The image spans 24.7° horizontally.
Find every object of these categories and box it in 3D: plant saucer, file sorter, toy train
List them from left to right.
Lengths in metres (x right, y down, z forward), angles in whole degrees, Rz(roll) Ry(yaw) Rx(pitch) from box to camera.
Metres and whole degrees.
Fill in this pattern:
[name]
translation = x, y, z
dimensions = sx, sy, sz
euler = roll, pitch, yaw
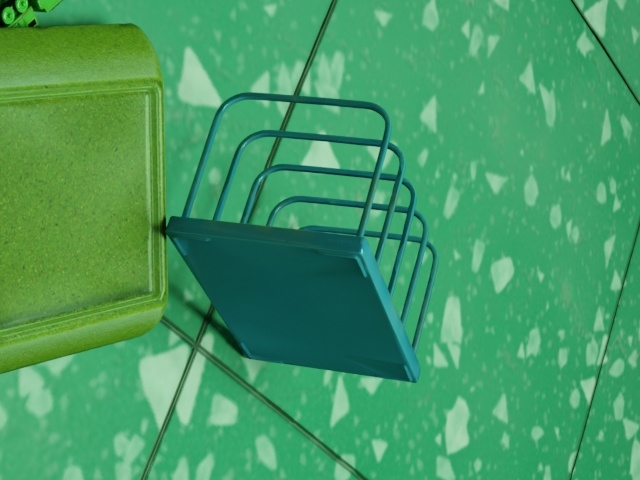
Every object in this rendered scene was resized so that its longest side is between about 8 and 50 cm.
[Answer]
[toy train]
translation = -0.168, -0.122, 0.799
dimensions = 0.083, 0.017, 0.023
euler = -53, 140, -37
[plant saucer]
translation = -0.144, -0.020, 0.790
dimensions = 0.188, 0.045, 0.188
euler = -13, 107, -52
[file sorter]
translation = 0.000, 0.000, 0.897
dimensions = 0.170, 0.118, 0.104
euler = 65, 37, -56
